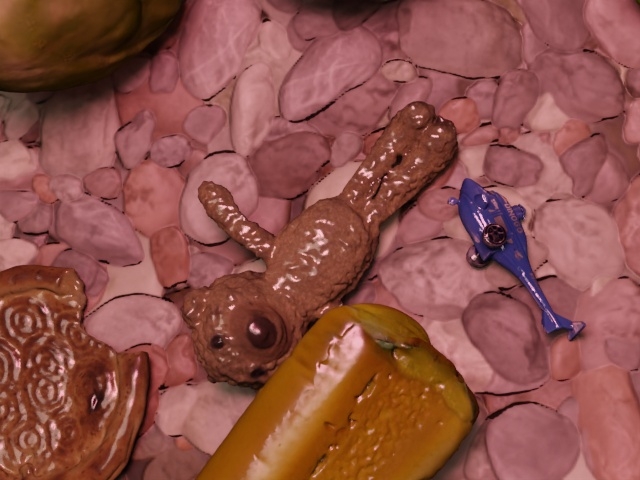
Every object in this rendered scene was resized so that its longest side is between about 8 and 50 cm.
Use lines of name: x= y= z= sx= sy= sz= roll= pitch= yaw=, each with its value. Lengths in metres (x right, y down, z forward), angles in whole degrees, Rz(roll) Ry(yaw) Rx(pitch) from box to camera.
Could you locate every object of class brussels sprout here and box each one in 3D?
brussels sprout: x=-0.244 y=-0.286 z=1.133 sx=0.247 sy=0.328 sz=0.328 roll=1 pitch=79 yaw=14

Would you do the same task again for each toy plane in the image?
toy plane: x=0.169 y=0.013 z=1.112 sx=0.062 sy=0.054 sz=0.167 roll=-23 pitch=73 yaw=-21

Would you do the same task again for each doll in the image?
doll: x=0.011 y=0.014 z=1.130 sx=0.286 sy=0.091 sz=0.202 roll=-23 pitch=97 yaw=-9

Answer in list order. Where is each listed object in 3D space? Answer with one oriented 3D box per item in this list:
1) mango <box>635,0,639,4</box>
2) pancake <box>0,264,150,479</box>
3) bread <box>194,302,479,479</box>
mango: x=0.348 y=-0.233 z=1.102 sx=0.163 sy=0.089 sz=0.117 roll=26 pitch=84 yaw=16
pancake: x=-0.263 y=0.134 z=1.181 sx=0.235 sy=0.029 sz=0.212 roll=39 pitch=89 yaw=18
bread: x=-0.031 y=0.223 z=1.068 sx=0.166 sy=0.112 sz=0.383 roll=37 pitch=90 yaw=-21
